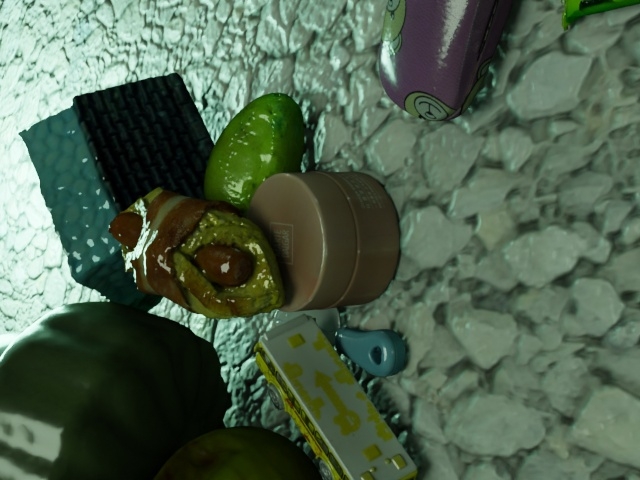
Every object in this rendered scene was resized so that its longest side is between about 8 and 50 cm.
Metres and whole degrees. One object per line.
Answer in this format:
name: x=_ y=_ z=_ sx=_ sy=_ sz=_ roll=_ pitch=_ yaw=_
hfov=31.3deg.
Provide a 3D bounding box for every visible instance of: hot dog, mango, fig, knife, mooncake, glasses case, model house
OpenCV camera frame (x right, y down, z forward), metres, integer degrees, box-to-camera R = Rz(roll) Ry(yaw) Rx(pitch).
hot dog: x=-0.148 y=0.010 z=1.228 sx=0.261 sy=0.093 sz=0.123 roll=13 pitch=83 yaw=36
mango: x=-0.070 y=-0.085 z=1.317 sx=0.119 sy=0.100 sz=0.178 roll=31 pitch=103 yaw=43
fig: x=-0.074 y=0.343 z=1.264 sx=0.271 sy=0.239 sz=0.239 roll=39 pitch=126 yaw=14
knife: x=0.014 y=0.098 z=1.289 sx=0.244 sy=0.032 sz=0.058 roll=20 pitch=113 yaw=54
mooncake: x=-0.255 y=0.242 z=1.372 sx=0.187 sy=0.351 sz=0.351 roll=15 pitch=106 yaw=29
glasses case: x=0.131 y=-0.265 z=1.059 sx=0.123 sy=0.076 sz=0.316 roll=39 pitch=122 yaw=44
model house: x=-0.217 y=-0.082 z=1.473 sx=0.241 sy=0.226 sz=0.261 roll=-30 pitch=68 yaw=9

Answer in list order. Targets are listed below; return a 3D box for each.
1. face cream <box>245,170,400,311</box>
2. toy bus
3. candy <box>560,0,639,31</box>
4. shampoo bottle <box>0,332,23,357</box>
face cream: x=0.000 y=0.000 z=1.229 sx=0.149 sy=0.104 sz=0.149 roll=5 pitch=97 yaw=52
toy bus: x=0.012 y=0.190 z=1.228 sx=0.226 sy=0.081 sz=0.074 roll=56 pitch=157 yaw=28
candy: x=0.258 y=-0.238 z=0.934 sx=0.178 sy=0.032 sz=0.102 roll=-3 pitch=87 yaw=54
shampoo bottle: x=-0.426 y=0.291 z=1.632 sx=0.317 sy=0.322 sz=0.322 roll=10 pitch=101 yaw=63
